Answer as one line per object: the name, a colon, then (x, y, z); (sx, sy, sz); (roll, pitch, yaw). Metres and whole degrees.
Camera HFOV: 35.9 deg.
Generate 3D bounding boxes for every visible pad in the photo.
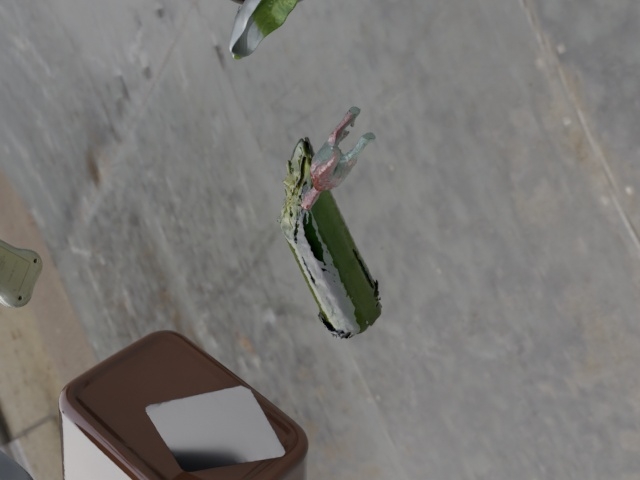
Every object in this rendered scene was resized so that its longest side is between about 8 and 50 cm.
pad: (-0.130, 0.233, 1.209); (0.157, 0.003, 0.112); (-15, 114, 26)

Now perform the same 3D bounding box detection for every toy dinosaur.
toy dinosaur: (0.012, -0.095, 1.297); (0.053, 0.167, 0.242); (36, -167, -2)

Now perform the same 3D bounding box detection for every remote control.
remote control: (-0.379, 0.027, 1.140); (0.032, 0.074, 0.122); (0, 153, 39)

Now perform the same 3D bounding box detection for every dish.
dish: (-0.089, -0.316, 1.372); (0.039, 0.091, 0.137); (48, 111, 16)

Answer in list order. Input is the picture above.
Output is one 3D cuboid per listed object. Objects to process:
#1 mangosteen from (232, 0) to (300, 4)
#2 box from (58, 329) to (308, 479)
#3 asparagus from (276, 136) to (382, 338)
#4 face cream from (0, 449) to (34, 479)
mangosteen: (-0.107, -0.568, 1.687); (0.347, 0.307, 0.307); (37, 172, -29)
box: (-0.196, 0.322, 1.399); (0.339, 0.239, 0.229); (32, 136, 29)
asparagus: (0.000, 0.000, 1.809); (0.108, 0.128, 0.382); (-73, -38, -63)
face cream: (-0.512, 0.400, 1.153); (0.312, 0.357, 0.219); (-11, 114, 44)
